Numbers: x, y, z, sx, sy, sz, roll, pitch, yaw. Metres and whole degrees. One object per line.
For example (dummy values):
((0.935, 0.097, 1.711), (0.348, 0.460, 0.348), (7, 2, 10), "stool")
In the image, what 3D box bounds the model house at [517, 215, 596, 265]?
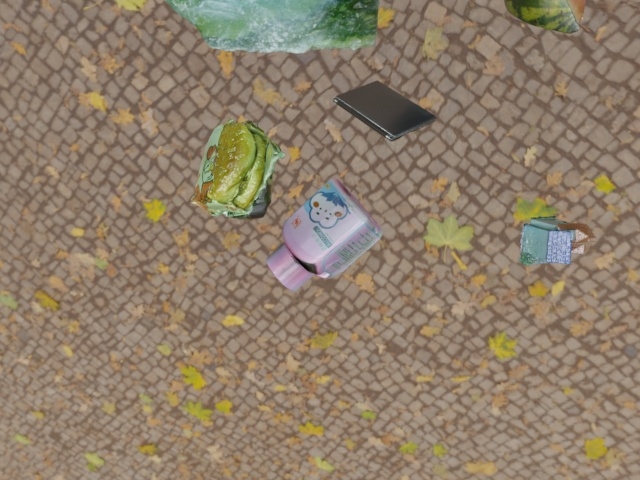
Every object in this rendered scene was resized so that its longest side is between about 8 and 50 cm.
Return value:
((0.569, 0.007, 1.174), (0.148, 0.148, 0.120), (-2, 97, -21), "model house")

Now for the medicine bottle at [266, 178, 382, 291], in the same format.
((0.000, 0.000, 0.877), (0.188, 0.094, 0.119), (-42, 60, 8), "medicine bottle")

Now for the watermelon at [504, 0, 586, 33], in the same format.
((0.433, -0.517, 1.012), (0.159, 0.304, 0.128), (43, 136, -22), "watermelon")

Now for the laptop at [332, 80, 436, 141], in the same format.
((0.127, -0.264, 1.013), (0.180, 0.129, 0.016), (44, 148, 32), "laptop")

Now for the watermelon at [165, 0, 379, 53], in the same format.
((-0.046, -0.241, 0.414), (0.154, 0.241, 0.094), (-9, 141, 1), "watermelon")

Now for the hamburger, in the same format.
((-0.169, -0.154, 1.057), (0.235, 0.125, 0.214), (4, 82, 51), "hamburger")
